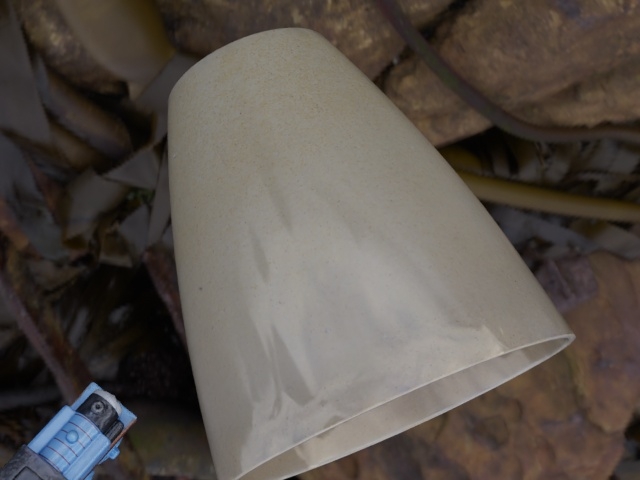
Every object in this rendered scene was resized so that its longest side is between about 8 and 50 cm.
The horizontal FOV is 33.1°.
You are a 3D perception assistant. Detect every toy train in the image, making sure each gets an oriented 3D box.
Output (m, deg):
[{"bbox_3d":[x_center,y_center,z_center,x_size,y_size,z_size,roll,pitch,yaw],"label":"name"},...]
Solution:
[{"bbox_3d":[-0.266,0.225,1.101,0.080,0.184,0.105,39,151,4],"label":"toy train"}]

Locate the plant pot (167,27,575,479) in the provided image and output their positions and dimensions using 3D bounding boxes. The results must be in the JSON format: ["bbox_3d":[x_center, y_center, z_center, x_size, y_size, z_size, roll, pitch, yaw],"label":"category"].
[{"bbox_3d":[0.000,0.000,0.757,0.257,0.274,0.256,-22,164,-7],"label":"plant pot"}]
